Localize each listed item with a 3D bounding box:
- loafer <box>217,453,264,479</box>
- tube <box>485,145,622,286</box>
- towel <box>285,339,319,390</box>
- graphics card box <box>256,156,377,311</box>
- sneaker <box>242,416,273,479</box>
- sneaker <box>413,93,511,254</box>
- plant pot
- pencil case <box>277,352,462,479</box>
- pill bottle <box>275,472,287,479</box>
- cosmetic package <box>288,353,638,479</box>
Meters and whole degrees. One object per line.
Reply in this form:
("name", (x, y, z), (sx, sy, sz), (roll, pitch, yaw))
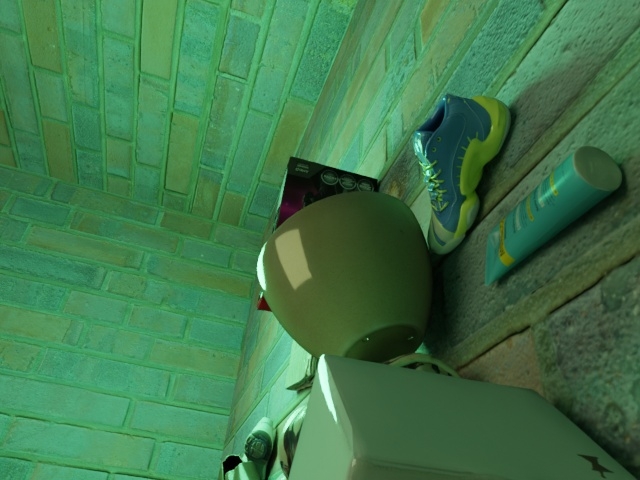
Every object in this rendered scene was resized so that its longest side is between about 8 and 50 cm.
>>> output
("loafer", (-0.224, 0.701, 1.377), (0.365, 0.133, 0.130), (-15, 85, 61))
("tube", (0.242, -0.022, 0.551), (0.207, 0.052, 0.080), (114, 177, -59))
("towel", (-0.040, 0.319, 1.388), (0.282, 0.049, 0.187), (127, 156, -62))
("graphics card box", (0.000, 0.000, 1.150), (0.094, 0.232, 0.371), (120, 162, -62))
("sneaker", (-0.206, 0.715, 1.595), (0.129, 0.110, 0.297), (-58, -10, -72))
("sneaker", (0.178, -0.102, 0.723), (0.091, 0.126, 0.240), (-118, 45, -73))
("plant pot", (0.061, 0.093, 0.759), (0.284, 0.283, 0.191), (-65, 34, 38))
("pencil case", (0.056, 0.299, 0.714), (0.410, 0.159, 0.184), (126, 159, -58))
("pill bottle", (-0.030, 0.521, 0.935), (0.208, 0.119, 0.119), (155, 129, -74))
("cosmetic package", (0.063, 0.353, 0.420), (0.161, 0.229, 0.454), (-125, 49, -75))
